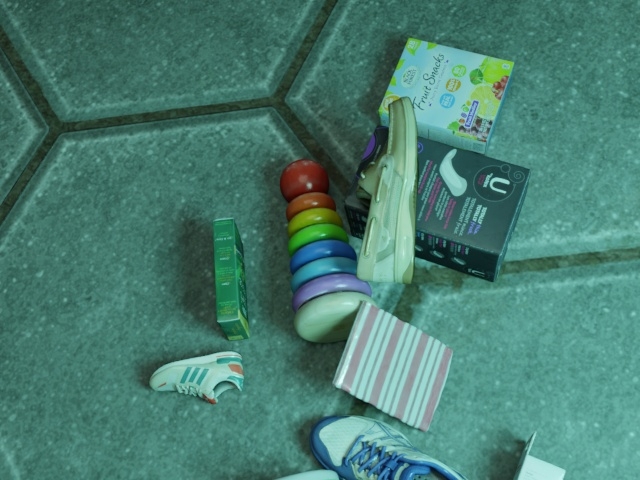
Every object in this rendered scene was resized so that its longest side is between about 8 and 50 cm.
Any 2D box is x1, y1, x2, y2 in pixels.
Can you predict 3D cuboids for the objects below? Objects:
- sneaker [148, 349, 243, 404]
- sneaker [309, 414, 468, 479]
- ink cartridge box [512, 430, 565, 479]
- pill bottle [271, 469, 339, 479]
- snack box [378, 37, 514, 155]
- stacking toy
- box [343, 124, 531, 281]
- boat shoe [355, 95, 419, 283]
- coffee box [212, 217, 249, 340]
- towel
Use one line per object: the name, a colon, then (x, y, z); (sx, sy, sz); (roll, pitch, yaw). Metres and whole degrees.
sneaker: (-0.203, 0.235, 1.303); (0.161, 0.057, 0.075); (-13, 60, -2)
sneaker: (0.115, 0.337, 1.180); (0.296, 0.131, 0.112); (22, 73, 17)
ink cartridge box: (0.305, 0.379, 1.151); (0.060, 0.104, 0.180); (21, 71, 16)
pill bottle: (-0.015, 0.468, 1.134); (0.136, 0.136, 0.245); (-14, 66, 1)
snack box: (0.233, -0.268, 1.464); (0.207, 0.070, 0.174); (16, 70, 16)
stacking toy: (0.000, 0.000, 1.350); (0.141, 0.141, 0.330); (-12, 60, 2)
box: (0.196, -0.062, 1.336); (0.270, 0.143, 0.165); (19, 73, 15)
boat shoe: (0.102, -0.082, 1.225); (0.098, 0.109, 0.302); (1, 77, 8)
coffee box: (-0.152, 0.068, 1.342); (0.040, 0.113, 0.184); (-6, 64, 1)
towel: (0.115, 0.199, 1.236); (0.197, 0.029, 0.144); (31, 68, -23)
